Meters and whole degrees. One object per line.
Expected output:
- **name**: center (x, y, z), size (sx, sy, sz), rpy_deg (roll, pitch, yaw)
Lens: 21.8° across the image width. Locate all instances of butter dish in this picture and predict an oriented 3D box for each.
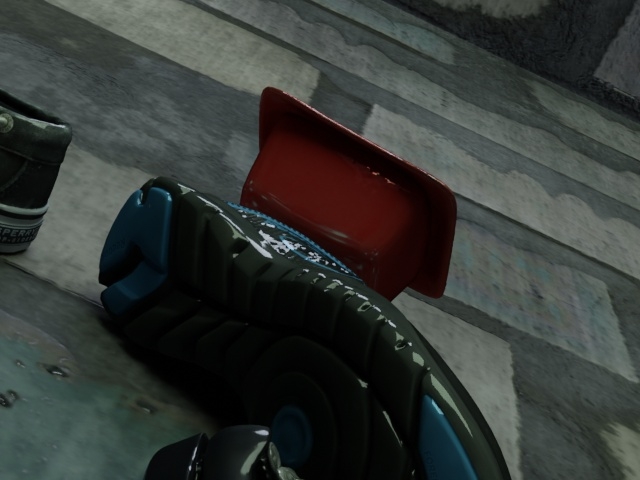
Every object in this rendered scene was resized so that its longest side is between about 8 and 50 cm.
- **butter dish**: center (0.000, 0.000, 1.139), size (0.160, 0.118, 0.160), rpy_deg (31, -25, 15)

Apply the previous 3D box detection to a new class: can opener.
- **can opener**: center (-0.043, 0.142, 0.757), size (0.059, 0.073, 0.186), rpy_deg (62, 9, -21)

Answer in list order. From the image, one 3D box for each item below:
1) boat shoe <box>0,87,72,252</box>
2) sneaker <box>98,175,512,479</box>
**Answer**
- **boat shoe**: center (-0.286, -0.112, 1.047), size (0.306, 0.105, 0.113), rpy_deg (34, 18, 23)
- **sneaker**: center (0.013, 0.068, 0.921), size (0.139, 0.125, 0.341), rpy_deg (13, 22, -42)
